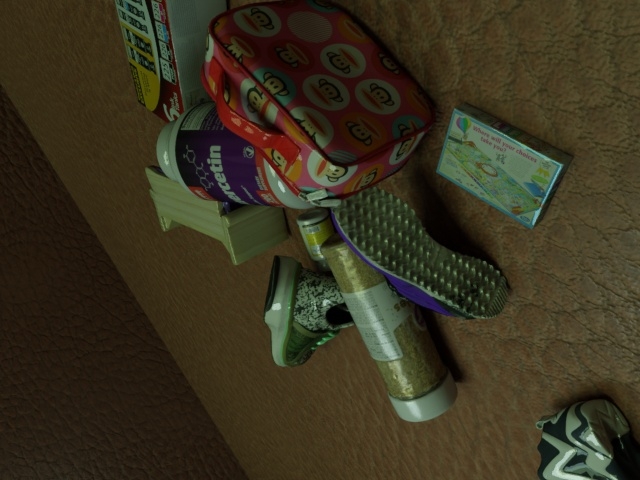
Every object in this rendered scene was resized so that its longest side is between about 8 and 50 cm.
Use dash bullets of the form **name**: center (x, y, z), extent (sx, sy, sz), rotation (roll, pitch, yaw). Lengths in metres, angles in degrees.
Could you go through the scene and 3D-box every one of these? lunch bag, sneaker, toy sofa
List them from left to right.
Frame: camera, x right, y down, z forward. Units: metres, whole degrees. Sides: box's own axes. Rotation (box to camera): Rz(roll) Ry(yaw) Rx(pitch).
- **toy sofa**: center (-0.247, -0.090, 1.212), extent (0.363, 0.150, 0.177), rotation (18, 126, 46)
- **lunch bag**: center (-0.018, -0.192, 0.708), extent (0.293, 0.258, 0.120), rotation (50, 144, 14)
- **sneaker**: center (-0.010, 0.181, 1.132), extent (0.182, 0.158, 0.410), rotation (8, 152, 8)
- **sneaker**: center (0.124, 0.034, 0.795), extent (0.293, 0.102, 0.146), rotation (35, 161, -10)
- **sneaker**: center (0.401, 0.348, 0.762), extent (0.235, 0.094, 0.153), rotation (55, 149, 5)

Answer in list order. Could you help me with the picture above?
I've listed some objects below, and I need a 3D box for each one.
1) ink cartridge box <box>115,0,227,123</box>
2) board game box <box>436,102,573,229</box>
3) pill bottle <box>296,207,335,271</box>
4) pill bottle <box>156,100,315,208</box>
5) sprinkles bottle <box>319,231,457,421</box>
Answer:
- **ink cartridge box**: center (-0.305, -0.406, 1.037), extent (0.272, 0.130, 0.309), rotation (36, 143, 32)
- **board game box**: center (0.228, -0.096, 0.675), extent (0.154, 0.026, 0.103), rotation (38, 143, 28)
- **pill bottle**: center (0.000, 0.000, 1.032), extent (0.065, 0.065, 0.116), rotation (9, 124, 50)
- **pill bottle**: center (-0.135, -0.154, 0.918), extent (0.323, 0.181, 0.181), rotation (7, 124, 35)
- **sprinkles bottle**: center (0.123, 0.143, 0.934), extent (0.121, 0.121, 0.355), rotation (-10, 109, 56)
